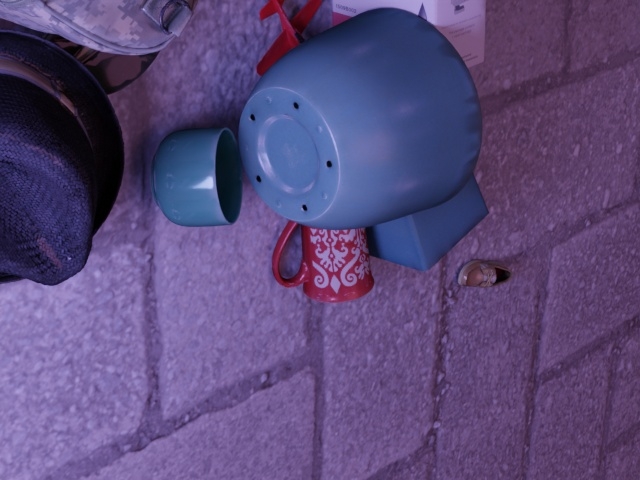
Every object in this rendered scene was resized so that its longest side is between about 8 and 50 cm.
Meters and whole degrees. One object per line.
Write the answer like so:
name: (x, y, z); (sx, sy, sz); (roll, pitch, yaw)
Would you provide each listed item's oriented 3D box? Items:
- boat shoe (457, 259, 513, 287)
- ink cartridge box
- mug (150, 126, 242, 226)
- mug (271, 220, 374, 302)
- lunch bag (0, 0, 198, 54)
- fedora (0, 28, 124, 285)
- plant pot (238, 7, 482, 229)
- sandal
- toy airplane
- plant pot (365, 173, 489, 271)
boat shoe: (0.307, 0.063, 2.304); (0.135, 0.045, 0.050); (-10, 115, -46)
ink cartridge box: (0.121, -0.390, 1.745); (0.117, 0.207, 0.283); (-25, 125, -38)
mug: (-0.163, -0.077, 1.648); (0.158, 0.097, 0.130); (65, 25, -62)
mug: (0.009, 0.002, 1.887); (0.150, 0.113, 0.169); (-29, 124, -40)
lunch bag: (-0.285, -0.314, 1.252); (0.213, 0.305, 0.256); (-53, 136, -12)
fedora: (-0.343, -0.058, 1.364); (0.334, 0.152, 0.334); (-17, 128, -22)
plant pot: (0.033, -0.146, 1.683); (0.235, 0.293, 0.293); (-26, 126, -43)
sandal: (-0.308, -0.198, 1.456); (0.303, 0.086, 0.120); (-43, 130, -3)
toy airplane: (-0.047, -0.304, 1.737); (0.151, 0.028, 0.151); (-24, 126, -39)
plant pot: (0.125, -0.106, 1.929); (0.165, 0.165, 0.234); (-41, 128, -29)
